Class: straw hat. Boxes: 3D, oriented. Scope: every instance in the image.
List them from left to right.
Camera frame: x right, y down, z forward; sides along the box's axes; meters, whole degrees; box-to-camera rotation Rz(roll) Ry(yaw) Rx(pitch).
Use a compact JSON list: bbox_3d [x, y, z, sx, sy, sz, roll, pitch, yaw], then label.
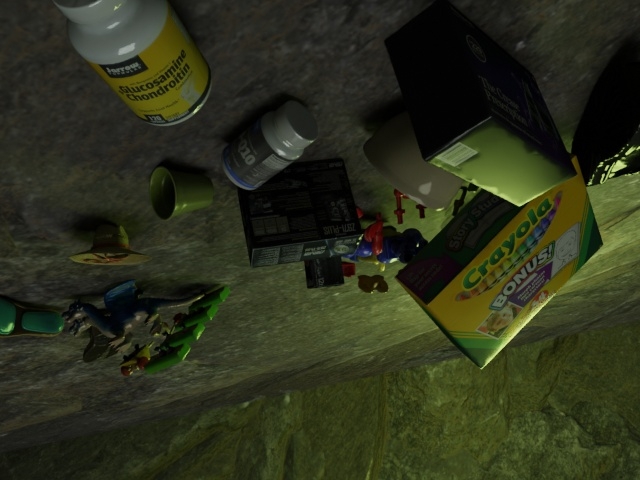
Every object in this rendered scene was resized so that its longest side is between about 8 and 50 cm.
[{"bbox_3d":[-0.363,0.003,1.075,0.145,0.061,0.144,-1,170,0],"label":"straw hat"}]

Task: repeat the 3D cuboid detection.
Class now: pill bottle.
[{"bbox_3d":[-0.191,-0.205,0.638,0.103,0.103,0.184,-16,157,8],"label":"pill bottle"},{"bbox_3d":[-0.073,-0.136,0.889,0.137,0.078,0.078,-31,151,36],"label":"pill bottle"}]

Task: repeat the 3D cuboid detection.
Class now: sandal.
[{"bbox_3d":[-0.530,0.225,1.507,0.090,0.060,0.219,-8,143,-27],"label":"sandal"}]

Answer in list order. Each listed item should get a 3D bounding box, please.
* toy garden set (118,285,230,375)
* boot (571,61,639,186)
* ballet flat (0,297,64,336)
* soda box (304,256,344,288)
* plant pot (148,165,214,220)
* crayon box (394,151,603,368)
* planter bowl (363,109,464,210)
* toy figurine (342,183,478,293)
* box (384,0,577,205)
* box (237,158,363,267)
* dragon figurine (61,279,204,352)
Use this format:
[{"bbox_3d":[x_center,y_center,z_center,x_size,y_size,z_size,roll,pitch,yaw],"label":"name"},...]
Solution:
[{"bbox_3d":[-0.337,0.200,1.401,0.204,0.244,0.049,-25,111,31],"label":"toy garden set"},{"bbox_3d":[0.579,-0.199,1.013,0.260,0.131,0.348,-9,168,7],"label":"boot"},{"bbox_3d":[-0.643,0.166,1.284,0.073,0.080,0.232,-7,160,27],"label":"ballet flat"},{"bbox_3d":[0.000,0.000,1.115,0.060,0.168,0.053,-4,175,-18],"label":"soda box"},{"bbox_3d":[-0.212,-0.076,0.969,0.079,0.083,0.083,-10,160,-42],"label":"plant pot"},{"bbox_3d":[0.355,0.036,1.186,0.363,0.106,0.313,-46,138,-1],"label":"crayon box"},{"bbox_3d":[0.160,-0.138,0.933,0.162,0.162,0.109,10,127,-42],"label":"planter bowl"},{"bbox_3d":[0.157,-0.020,1.269,0.363,0.191,0.217,-10,-172,-25],"label":"toy figurine"},{"bbox_3d":[0.218,-0.172,0.828,0.103,0.184,0.261,-33,150,33],"label":"box"},{"bbox_3d":[-0.037,-0.046,1.025,0.180,0.147,0.077,-8,156,-12],"label":"box"},{"bbox_3d":[-0.408,0.141,1.331,0.289,0.144,0.085,-31,156,-7],"label":"dragon figurine"}]
